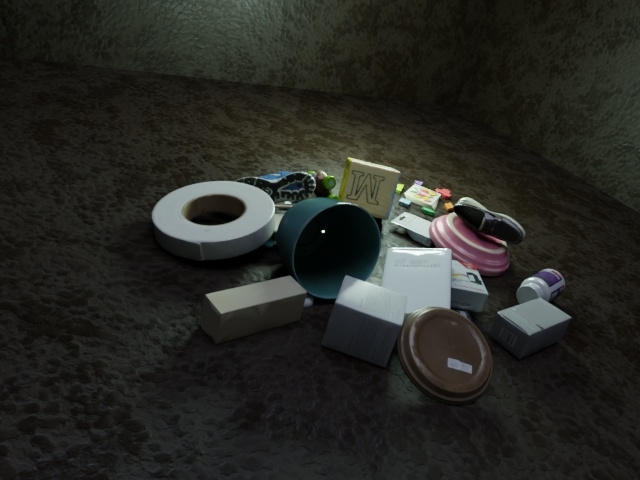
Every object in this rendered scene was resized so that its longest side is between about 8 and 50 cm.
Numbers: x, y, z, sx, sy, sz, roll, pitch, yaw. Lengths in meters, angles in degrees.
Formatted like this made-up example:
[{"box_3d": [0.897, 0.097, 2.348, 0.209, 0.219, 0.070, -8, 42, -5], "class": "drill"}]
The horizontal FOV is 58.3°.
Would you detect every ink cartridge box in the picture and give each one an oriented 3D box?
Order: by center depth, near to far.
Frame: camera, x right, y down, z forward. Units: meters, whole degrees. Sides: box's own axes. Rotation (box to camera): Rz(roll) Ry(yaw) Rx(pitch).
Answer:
[{"box_3d": [0.452, 0.141, 1.849, 0.127, 0.072, 0.175, 11, 29, -8], "class": "ink cartridge box"}, {"box_3d": [0.380, -0.045, 2.263, 0.179, 0.045, 0.145, 23, 29, 23], "class": "ink cartridge box"}]

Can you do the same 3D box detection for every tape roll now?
[{"box_3d": [-0.338, -0.072, 1.831, 0.391, 0.072, 0.392, 1, 34, -1], "class": "tape roll"}]

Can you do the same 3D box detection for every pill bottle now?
[{"box_3d": [0.759, 0.171, 1.988, 0.193, 0.108, 0.108, -16, 41, -44], "class": "pill bottle"}]

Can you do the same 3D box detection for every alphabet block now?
[{"box_3d": [0.183, -0.206, 2.247, 0.197, 0.194, 0.192, 13, 10, -5], "class": "alphabet block"}]

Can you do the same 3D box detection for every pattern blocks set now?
[{"box_3d": [0.467, -0.200, 2.592, 0.285, 0.026, 0.325, 17, 29, 3], "class": "pattern blocks set"}]

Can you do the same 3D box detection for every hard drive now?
[{"box_3d": [0.294, 0.131, 1.764, 0.210, 0.040, 0.319, 1, 35, 13], "class": "hard drive"}]

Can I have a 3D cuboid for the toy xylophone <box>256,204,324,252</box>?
[{"box_3d": [-0.090, -0.040, 1.970, 0.322, 0.081, 0.236, 7, 30, -16], "class": "toy xylophone"}]

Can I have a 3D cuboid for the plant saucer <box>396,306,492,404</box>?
[{"box_3d": [0.336, 0.293, 1.514, 0.277, 0.041, 0.278, 10, 54, -14], "class": "plant saucer"}]

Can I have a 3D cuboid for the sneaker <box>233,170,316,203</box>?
[{"box_3d": [-0.174, -0.185, 2.111, 0.329, 0.130, 0.147, -5, 9, 7], "class": "sneaker"}]

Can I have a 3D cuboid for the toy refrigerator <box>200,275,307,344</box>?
[{"box_3d": [-0.176, 0.177, 1.519, 0.269, 0.102, 0.094, -11, 38, -39], "class": "toy refrigerator"}]

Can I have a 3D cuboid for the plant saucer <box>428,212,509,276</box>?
[{"box_3d": [0.578, -0.002, 2.185, 0.331, 0.084, 0.332, 18, 32, -12], "class": "plant saucer"}]

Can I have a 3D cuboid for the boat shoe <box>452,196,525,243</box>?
[{"box_3d": [0.620, -0.065, 2.138, 0.285, 0.103, 0.092, 36, 39, 24], "class": "boat shoe"}]

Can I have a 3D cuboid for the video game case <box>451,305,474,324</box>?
[{"box_3d": [0.340, 0.189, 1.824, 0.248, 0.035, 0.275, 11, 29, -9], "class": "video game case"}]

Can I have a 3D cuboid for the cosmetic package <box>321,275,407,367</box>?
[{"box_3d": [0.119, 0.215, 1.544, 0.183, 0.151, 0.151, 20, 28, 5], "class": "cosmetic package"}]

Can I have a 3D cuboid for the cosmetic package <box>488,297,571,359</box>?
[{"box_3d": [0.647, 0.267, 1.768, 0.237, 0.107, 0.127, -14, 37, -37], "class": "cosmetic package"}]

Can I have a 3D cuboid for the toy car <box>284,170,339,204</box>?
[{"box_3d": [-0.050, -0.173, 2.186, 0.188, 0.149, 0.155, -23, 25, -26], "class": "toy car"}]

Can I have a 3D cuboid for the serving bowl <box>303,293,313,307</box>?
[{"box_3d": [-0.058, 0.161, 1.683, 0.083, 0.027, 0.083, 13, 28, -7], "class": "serving bowl"}]

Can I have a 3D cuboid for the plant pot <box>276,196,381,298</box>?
[{"box_3d": [0.000, 0.000, 1.752, 0.292, 0.293, 0.235, -1, 18, -28], "class": "plant pot"}]
